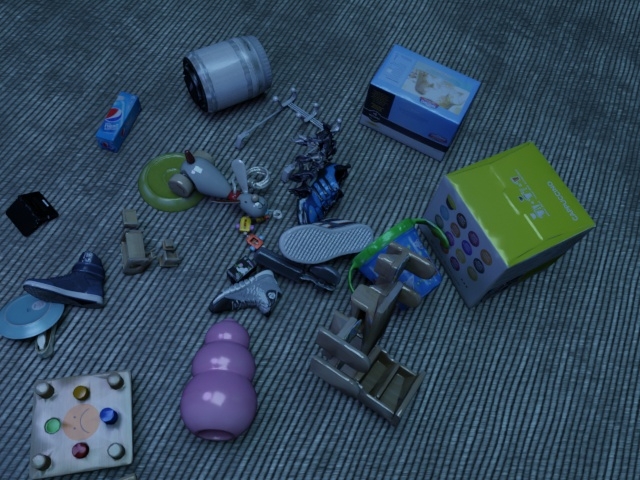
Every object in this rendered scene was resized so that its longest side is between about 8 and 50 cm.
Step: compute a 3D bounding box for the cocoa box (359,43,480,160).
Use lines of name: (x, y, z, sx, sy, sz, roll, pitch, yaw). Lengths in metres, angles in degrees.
cocoa box: (0.356, -0.498, 2.055, 0.347, 0.228, 0.231, 27, 64, 8)

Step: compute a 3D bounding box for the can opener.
can opener: (-0.072, 0.085, 1.785, 0.280, 0.074, 0.093, 22, 100, 2)

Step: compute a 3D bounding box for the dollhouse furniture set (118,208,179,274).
dollhouse furniture set: (-0.548, 0.006, 1.796, 0.160, 0.101, 0.182, 2, 60, -33)

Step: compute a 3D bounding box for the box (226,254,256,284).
box: (-0.247, 0.099, 1.778, 0.052, 0.062, 0.083, 42, 67, 16)

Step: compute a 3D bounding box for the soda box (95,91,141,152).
soda box: (-0.705, -0.416, 1.982, 0.067, 0.071, 0.210, 16, 63, 2)

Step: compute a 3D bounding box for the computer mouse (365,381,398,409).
computer mouse: (0.128, 0.432, 1.671, 0.242, 0.041, 0.071, 33, 52, 18)

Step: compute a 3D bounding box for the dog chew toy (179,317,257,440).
dog chew toy: (-0.271, 0.372, 1.569, 0.206, 0.207, 0.332, 4, 55, -4)

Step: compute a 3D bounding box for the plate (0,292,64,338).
plate: (-0.843, 0.206, 1.640, 0.188, 0.024, 0.188, -2, 40, 1)

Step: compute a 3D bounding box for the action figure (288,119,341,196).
action figure: (-0.032, -0.286, 1.850, 0.140, 0.164, 0.276, 15, 60, 18)

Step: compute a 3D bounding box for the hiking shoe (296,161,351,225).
hiking shoe: (0.007, -0.147, 1.885, 0.132, 0.113, 0.304, 4, 61, 20)

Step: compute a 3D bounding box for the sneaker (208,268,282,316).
sneaker: (-0.216, 0.190, 1.725, 0.228, 0.086, 0.132, -29, 72, -20)

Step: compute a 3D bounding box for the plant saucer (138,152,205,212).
plant saucer: (-0.498, -0.208, 1.920, 0.240, 0.037, 0.241, 3, 63, -6)

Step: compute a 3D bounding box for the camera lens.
camera lens: (-0.339, -0.596, 2.032, 0.274, 0.219, 0.219, -25, 69, -18)

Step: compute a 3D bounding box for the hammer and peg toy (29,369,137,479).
hammer and peg toy: (-0.615, 0.531, 1.484, 0.265, 0.127, 0.361, -6, 64, -11)

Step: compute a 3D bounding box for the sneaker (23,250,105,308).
sneaker: (-0.747, 0.101, 1.669, 0.226, 0.086, 0.163, 21, 57, -40)

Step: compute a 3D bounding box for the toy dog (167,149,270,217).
toy dog: (-0.326, -0.200, 1.818, 0.333, 0.161, 0.220, 8, 62, 0)

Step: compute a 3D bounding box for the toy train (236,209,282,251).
toy train: (-0.205, -0.042, 1.867, 0.125, 0.046, 0.166, 31, 67, 8)

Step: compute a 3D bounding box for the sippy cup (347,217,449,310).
sippy cup: (0.252, 0.086, 1.764, 0.224, 0.305, 0.240, 53, 28, 8)

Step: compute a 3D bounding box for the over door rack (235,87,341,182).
over door rack: (-0.108, -0.393, 2.018, 0.239, 0.108, 0.324, 37, 65, 13)

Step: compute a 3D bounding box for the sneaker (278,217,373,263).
sneaker: (0.000, 0.000, 1.775, 0.321, 0.127, 0.126, -4, 102, -29)

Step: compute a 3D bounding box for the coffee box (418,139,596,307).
coffee box: (0.568, -0.049, 1.791, 0.338, 0.334, 0.338, -22, 68, -16)

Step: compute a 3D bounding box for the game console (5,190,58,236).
game console: (-0.929, -0.087, 1.825, 0.122, 0.071, 0.107, 44, 37, 15)

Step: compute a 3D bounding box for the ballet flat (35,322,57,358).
ballet flat: (-0.798, 0.257, 1.642, 0.057, 0.052, 0.168, -9, 64, -9)

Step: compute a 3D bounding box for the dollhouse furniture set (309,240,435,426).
dollhouse furniture set: (0.173, 0.284, 1.516, 0.256, 0.394, 0.362, 30, 50, 16)
